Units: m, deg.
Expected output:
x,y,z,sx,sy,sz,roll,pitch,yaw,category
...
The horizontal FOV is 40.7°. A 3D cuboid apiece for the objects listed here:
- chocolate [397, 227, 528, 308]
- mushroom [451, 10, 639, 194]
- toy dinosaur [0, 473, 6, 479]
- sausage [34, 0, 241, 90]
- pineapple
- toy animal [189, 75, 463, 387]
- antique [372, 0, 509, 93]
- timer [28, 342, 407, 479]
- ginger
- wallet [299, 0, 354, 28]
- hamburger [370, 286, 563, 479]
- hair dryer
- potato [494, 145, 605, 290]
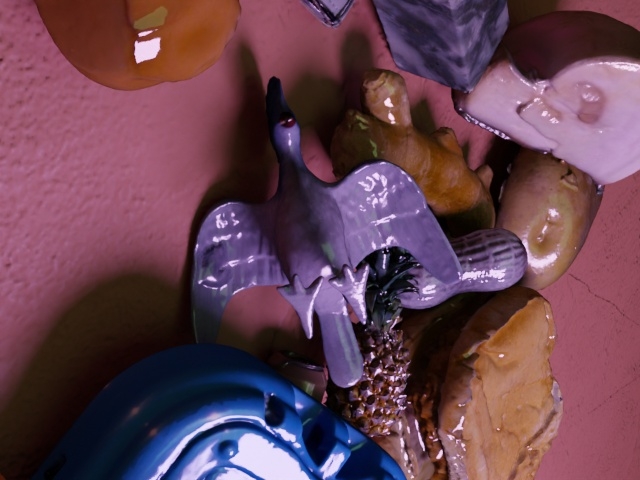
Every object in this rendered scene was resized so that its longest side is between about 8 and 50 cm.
x,y,z,sx,sy,sz,roll,pitch,yaw,category
0.137,0.029,0.903,0.167,0.072,0.072,-10,115,-10,chocolate
0.272,-0.191,0.907,0.236,0.173,0.162,21,55,-26,mushroom
-0.117,0.254,0.557,0.208,0.097,0.432,-9,102,-7,toy dinosaur
-0.128,-0.211,0.531,0.136,0.120,0.241,-54,138,-40,sausage
0.050,0.091,0.834,0.103,0.083,0.221,-59,156,-81,pineapple
0.000,0.000,0.725,0.239,0.176,0.255,-11,126,-4,toy animal
0.105,-0.222,0.766,0.088,0.086,0.183,-61,156,-11,antique
-0.085,0.263,0.703,0.340,0.115,0.309,42,82,-35,timer
0.106,-0.065,0.882,0.299,0.065,0.118,31,88,-51,ginger
-0.014,-0.285,0.670,0.231,0.069,0.170,34,73,-49,wallet
0.165,0.187,0.980,0.259,0.144,0.283,-33,122,-41,hamburger
-0.077,0.152,0.767,0.181,0.064,0.117,17,91,-43,hair dryer
0.272,-0.050,1.019,0.138,0.098,0.243,8,98,-63,potato
